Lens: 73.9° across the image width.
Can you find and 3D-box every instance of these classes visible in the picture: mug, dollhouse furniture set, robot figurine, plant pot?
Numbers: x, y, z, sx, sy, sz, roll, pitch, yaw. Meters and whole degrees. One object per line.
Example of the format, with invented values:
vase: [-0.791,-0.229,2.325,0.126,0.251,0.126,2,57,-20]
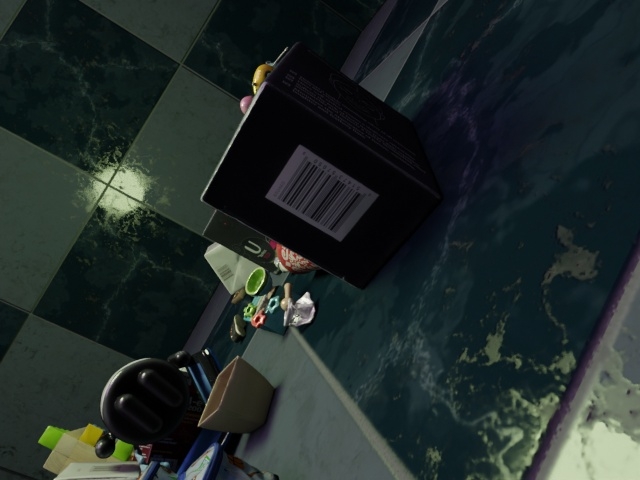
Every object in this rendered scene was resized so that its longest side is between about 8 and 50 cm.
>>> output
mug: [-0.009,-0.003,0.911,0.150,0.113,0.169,-65,18,-14]
dollhouse furniture set: [-0.375,0.175,1.834,0.144,0.123,0.151,-39,25,57]
robot figurine: [-0.383,0.349,0.927,0.278,0.209,0.173,-32,68,56]
plant pot: [-0.152,0.304,0.805,0.109,0.096,0.109,-48,17,40]

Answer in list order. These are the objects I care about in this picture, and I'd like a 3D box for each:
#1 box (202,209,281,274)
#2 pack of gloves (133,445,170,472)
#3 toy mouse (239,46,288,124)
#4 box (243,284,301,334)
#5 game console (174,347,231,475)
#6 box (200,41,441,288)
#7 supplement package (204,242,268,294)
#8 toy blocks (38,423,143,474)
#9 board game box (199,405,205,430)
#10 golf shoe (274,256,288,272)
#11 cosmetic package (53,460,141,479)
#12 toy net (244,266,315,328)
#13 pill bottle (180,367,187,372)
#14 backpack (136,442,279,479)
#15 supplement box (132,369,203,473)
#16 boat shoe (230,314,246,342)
box: [-0.194,-0.041,1.309,0.165,0.270,0.143,-49,17,42]
pack of gloves: [-0.308,0.496,0.858,0.046,0.195,0.232,-31,-2,-30]
toy mouse: [-0.121,-0.297,0.829,0.161,0.031,0.143,-59,13,6]
box: [-0.128,0.173,1.072,0.100,0.060,0.244,-64,14,-16]
game console: [-0.293,0.402,0.952,0.173,0.250,0.293,-25,-7,-32]
box: [0.009,-0.159,0.771,0.212,0.294,0.395,-52,15,29]
supplement package: [-0.319,0.065,1.635,0.175,0.177,0.293,-34,11,-7]
toy blocks: [-0.633,0.684,1.305,0.261,0.382,0.190,113,-177,-71]
board game box: [-0.376,0.549,1.226,0.243,0.042,0.165,-61,14,-3]
golf shoe: [-0.055,0.012,1.182,0.086,0.069,0.176,4,66,53]
cosmetic package: [-0.444,0.634,0.803,0.197,0.155,0.365,138,137,-62]
toy net: [-0.100,0.137,0.902,0.232,0.045,0.122,16,73,53]
pill bottle: [-0.554,0.570,1.644,0.245,0.130,0.130,-66,15,-22]
backpack: [-0.163,0.379,0.494,0.263,0.213,0.276,-52,9,-11]
supplement box: [-0.380,0.464,1.098,0.073,0.130,0.239,-16,56,36]
boat shoe: [-0.269,0.284,1.381,0.042,0.049,0.133,-50,19,8]
